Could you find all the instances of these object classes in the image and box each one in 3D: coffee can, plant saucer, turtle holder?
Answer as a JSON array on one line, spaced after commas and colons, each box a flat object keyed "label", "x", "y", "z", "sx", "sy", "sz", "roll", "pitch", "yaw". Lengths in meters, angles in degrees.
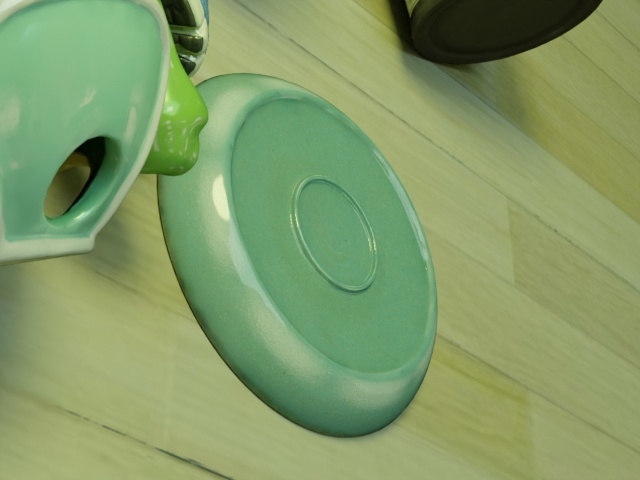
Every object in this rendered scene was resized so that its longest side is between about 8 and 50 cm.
[{"label": "coffee can", "x": 0.157, "y": -0.349, "z": 1.399, "sx": 0.201, "sy": 0.201, "sz": 0.275, "roll": 8, "pitch": 62, "yaw": -50}, {"label": "plant saucer", "x": 0.000, "y": 0.000, "z": 1.106, "sx": 0.317, "sy": 0.043, "sz": 0.318, "roll": 32, "pitch": 45, "yaw": -37}, {"label": "turtle holder", "x": -0.201, "y": -0.096, "z": 0.776, "sx": 0.320, "sy": 0.243, "sz": 0.227, "roll": 48, "pitch": 34, "yaw": -89}]

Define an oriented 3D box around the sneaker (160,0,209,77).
[{"label": "sneaker", "x": -0.199, "y": -0.247, "z": 0.962, "sx": 0.330, "sy": 0.129, "sz": 0.147, "roll": 51, "pitch": 17, "yaw": -13}]
